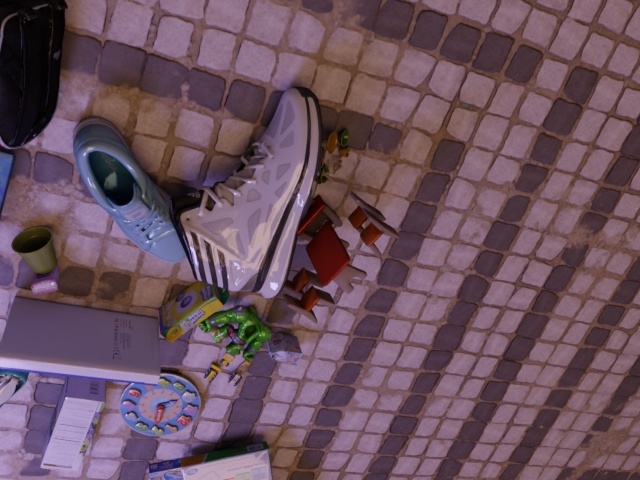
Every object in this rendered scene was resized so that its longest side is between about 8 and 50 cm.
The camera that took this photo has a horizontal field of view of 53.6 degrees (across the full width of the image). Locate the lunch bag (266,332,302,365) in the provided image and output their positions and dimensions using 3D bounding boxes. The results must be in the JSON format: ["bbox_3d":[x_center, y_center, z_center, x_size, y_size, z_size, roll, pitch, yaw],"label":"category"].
[{"bbox_3d":[-0.095,0.275,1.616,0.083,0.071,0.053,14,116,-22],"label":"lunch bag"}]

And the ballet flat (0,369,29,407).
[{"bbox_3d":[-0.766,0.364,1.468,0.247,0.087,0.083,-45,121,12],"label":"ballet flat"}]

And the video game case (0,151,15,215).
[{"bbox_3d":[-0.736,-0.064,1.188,0.244,0.061,0.269,14,90,-24],"label":"video game case"}]

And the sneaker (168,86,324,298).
[{"bbox_3d":[-0.159,-0.108,1.274,0.258,0.169,0.447,10,99,-25],"label":"sneaker"}]

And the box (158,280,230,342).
[{"bbox_3d":[-0.292,0.148,1.468,0.179,0.105,0.043,-34,123,4],"label":"box"}]

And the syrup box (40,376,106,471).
[{"bbox_3d":[-0.607,0.448,1.557,0.096,0.093,0.236,16,113,-24],"label":"syrup box"}]

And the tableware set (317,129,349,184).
[{"bbox_3d":[0.025,-0.178,1.361,0.024,0.154,0.104,16,120,24],"label":"tableware set"}]

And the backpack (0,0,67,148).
[{"bbox_3d":[-0.546,-0.293,1.079,0.191,0.225,0.253,13,121,2],"label":"backpack"}]

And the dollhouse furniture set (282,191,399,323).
[{"bbox_3d":[0.000,0.000,1.374,0.135,0.259,0.262,34,105,-32],"label":"dollhouse furniture set"}]

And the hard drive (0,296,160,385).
[{"bbox_3d":[-0.515,0.219,1.383,0.319,0.210,0.040,12,115,-22],"label":"hard drive"}]

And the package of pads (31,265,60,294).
[{"bbox_3d":[-0.589,0.084,1.360,0.050,0.083,0.032,-12,116,-13],"label":"package of pads"}]

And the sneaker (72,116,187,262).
[{"bbox_3d":[-0.384,-0.069,1.291,0.135,0.150,0.366,-31,122,4],"label":"sneaker"}]

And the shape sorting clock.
[{"bbox_3d":[-0.412,0.425,1.631,0.206,0.040,0.206,-7,120,-12],"label":"shape sorting clock"}]

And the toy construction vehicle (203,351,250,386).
[{"bbox_3d":[-0.240,0.330,1.634,0.086,0.035,0.098,32,104,-17],"label":"toy construction vehicle"}]

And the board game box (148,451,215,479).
[{"bbox_3d":[-0.373,0.671,1.786,0.201,0.035,0.136,-7,121,-12],"label":"board game box"}]

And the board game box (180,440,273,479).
[{"bbox_3d":[-0.242,0.736,1.739,0.242,0.064,0.316,-7,94,-12],"label":"board game box"}]

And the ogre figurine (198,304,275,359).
[{"bbox_3d":[-0.194,0.221,1.546,0.118,0.097,0.197,-30,112,16],"label":"ogre figurine"}]

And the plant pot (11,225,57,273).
[{"bbox_3d":[-0.595,0.027,1.336,0.083,0.083,0.079,-12,134,-9],"label":"plant pot"}]
